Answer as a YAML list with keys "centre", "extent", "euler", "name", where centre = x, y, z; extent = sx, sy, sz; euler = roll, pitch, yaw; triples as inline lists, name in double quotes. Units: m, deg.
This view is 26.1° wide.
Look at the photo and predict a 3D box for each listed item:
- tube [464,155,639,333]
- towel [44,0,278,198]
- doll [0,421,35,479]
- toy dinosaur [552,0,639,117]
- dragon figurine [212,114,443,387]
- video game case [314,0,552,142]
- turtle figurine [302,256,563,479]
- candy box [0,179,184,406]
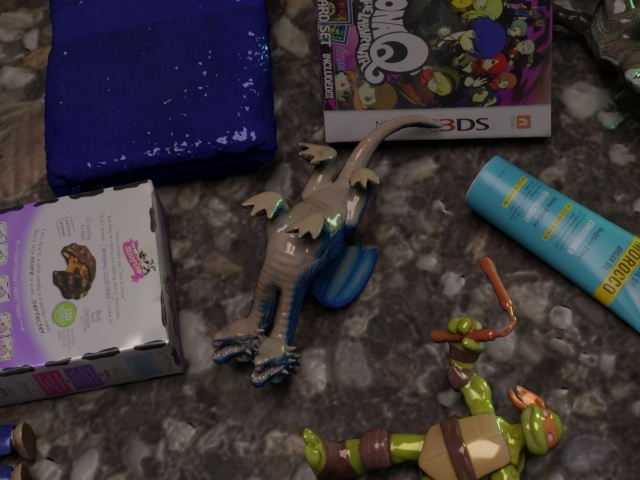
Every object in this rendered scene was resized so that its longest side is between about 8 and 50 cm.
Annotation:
- centre: [0.223, 0.003, 1.194]
  extent: [0.207, 0.052, 0.080]
  euler: [34, 80, 16]
  name: "tube"
- centre: [-0.152, -0.189, 1.333]
  extent: [0.227, 0.076, 0.308]
  euler: [-9, 61, 10]
  name: "towel"
- centre: [-0.338, 0.199, 1.157]
  extent: [0.189, 0.046, 0.129]
  euler: [-6, 60, 4]
  name: "doll"
- centre: [0.307, -0.225, 1.282]
  extent: [0.160, 0.121, 0.313]
  euler: [31, 58, 3]
  name: "toy dinosaur"
- centre: [0.000, 0.000, 1.198]
  extent: [0.085, 0.144, 0.289]
  euler: [24, 48, 20]
  name: "dragon figurine"
- centre: [0.101, -0.201, 1.224]
  extent: [0.210, 0.232, 0.042]
  euler: [-1, 27, 6]
  name: "video game case"
- centre: [0.100, 0.162, 1.098]
  extent: [0.217, 0.087, 0.270]
  euler: [-18, 69, 6]
  name: "turtle figurine"
- centre: [-0.227, 0.049, 1.210]
  extent: [0.196, 0.070, 0.165]
  euler: [-10, 61, 2]
  name: "candy box"
